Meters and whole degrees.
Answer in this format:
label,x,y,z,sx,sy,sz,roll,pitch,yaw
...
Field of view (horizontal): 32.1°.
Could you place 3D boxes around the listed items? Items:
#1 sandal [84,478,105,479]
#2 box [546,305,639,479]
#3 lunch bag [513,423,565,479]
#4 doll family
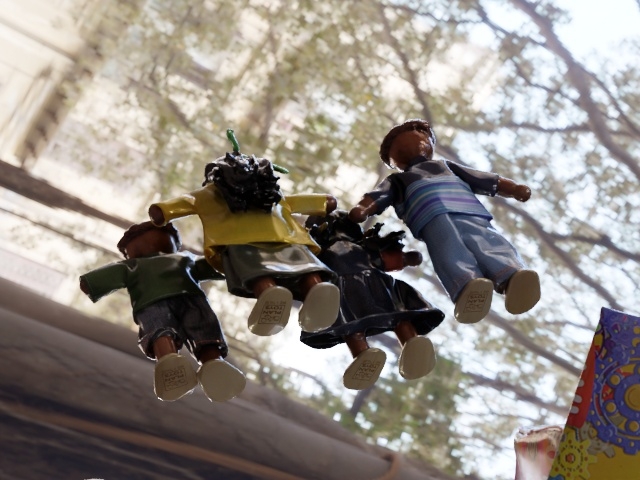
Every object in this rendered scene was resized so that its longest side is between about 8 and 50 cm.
label,x,y,z,sx,sy,sz,roll,pitch,yaw
sandal,-0.072,0.147,0.382,0.079,0.088,0.240,-18,-172,13
box,0.173,0.217,0.479,0.177,0.279,0.290,16,-103,22
lunch bag,0.247,0.301,1.041,0.293,0.120,0.258,83,10,-82
doll family,0.000,0.000,0.467,0.111,0.193,0.076,-118,-142,-48
